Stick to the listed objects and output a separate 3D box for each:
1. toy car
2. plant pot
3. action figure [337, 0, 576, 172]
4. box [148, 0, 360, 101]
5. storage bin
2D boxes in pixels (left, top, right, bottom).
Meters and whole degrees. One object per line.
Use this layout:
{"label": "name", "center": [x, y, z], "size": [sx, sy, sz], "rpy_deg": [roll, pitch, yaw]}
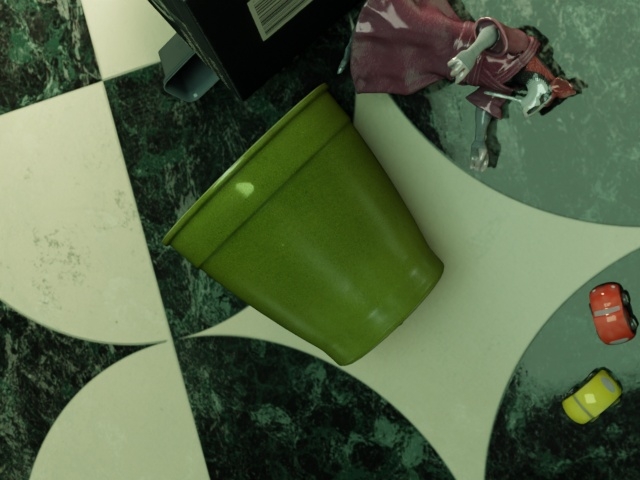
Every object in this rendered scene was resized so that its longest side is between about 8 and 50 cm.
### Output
{"label": "toy car", "center": [0.507, 0.206, 1.783], "size": [0.225, 0.053, 0.239], "rpy_deg": [16, 103, 19]}
{"label": "plant pot", "center": [0.000, 0.000, 1.823], "size": [0.353, 0.366, 0.366], "rpy_deg": [45, 111, -2]}
{"label": "action figure", "center": [0.226, -0.296, 1.792], "size": [0.370, 0.248, 0.276], "rpy_deg": [17, 61, 6]}
{"label": "box", "center": [-0.199, -0.523, 1.696], "size": [0.297, 0.480, 0.472], "rpy_deg": [-41, 79, -2]}
{"label": "storage bin", "center": [-0.216, -0.324, 1.985], "size": [0.135, 0.098, 0.091], "rpy_deg": [-40, 55, 22]}
